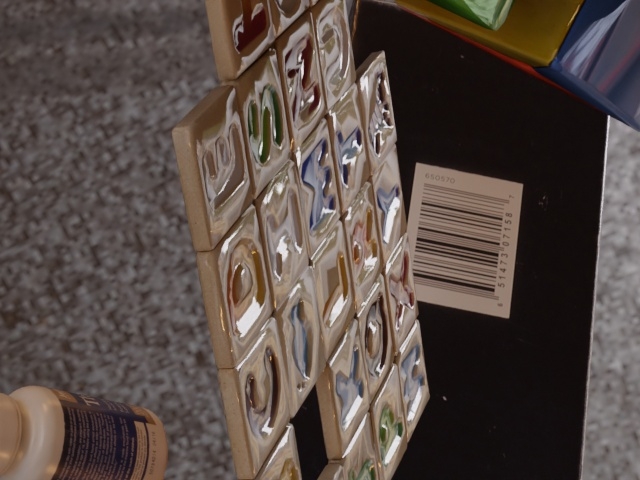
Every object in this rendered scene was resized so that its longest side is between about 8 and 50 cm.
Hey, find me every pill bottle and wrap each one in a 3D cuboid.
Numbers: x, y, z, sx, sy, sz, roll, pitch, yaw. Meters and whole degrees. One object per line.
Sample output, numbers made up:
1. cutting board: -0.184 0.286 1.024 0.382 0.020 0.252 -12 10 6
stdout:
1. pill bottle: -0.156 0.123 0.985 0.120 0.067 0.067 18 59 -41

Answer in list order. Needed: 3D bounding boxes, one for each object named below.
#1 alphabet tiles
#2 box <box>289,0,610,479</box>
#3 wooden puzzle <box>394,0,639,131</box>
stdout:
1. alphabet tiles: 0.000 0.000 0.584 0.198 0.009 0.237 -54 139 -60
2. box: 0.058 0.076 1.104 0.179 0.312 0.343 11 60 -3
3. wooden puzzle: -0.007 -0.135 0.555 0.348 0.080 0.322 35 9 27
